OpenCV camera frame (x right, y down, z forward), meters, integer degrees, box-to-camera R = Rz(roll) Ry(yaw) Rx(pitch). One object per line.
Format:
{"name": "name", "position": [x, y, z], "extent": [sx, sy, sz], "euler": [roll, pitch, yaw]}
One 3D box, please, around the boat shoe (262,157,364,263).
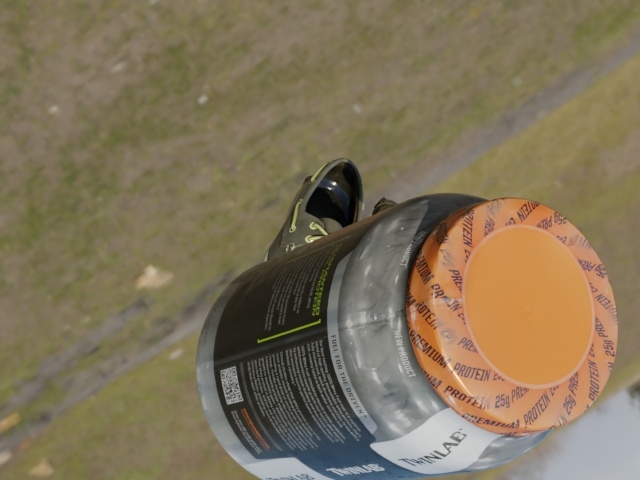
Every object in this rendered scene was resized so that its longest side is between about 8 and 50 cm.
{"name": "boat shoe", "position": [-0.004, -0.002, 1.887], "extent": [0.091, 0.109, 0.305], "euler": [-52, -166, 36]}

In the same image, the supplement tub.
{"name": "supplement tub", "position": [0.055, 0.078, 1.007], "extent": [0.193, 0.193, 0.316], "euler": [-28, -177, -32]}

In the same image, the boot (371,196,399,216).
{"name": "boot", "position": [0.144, 0.029, 1.788], "extent": [0.082, 0.219, 0.106], "euler": [-37, -164, 9]}
